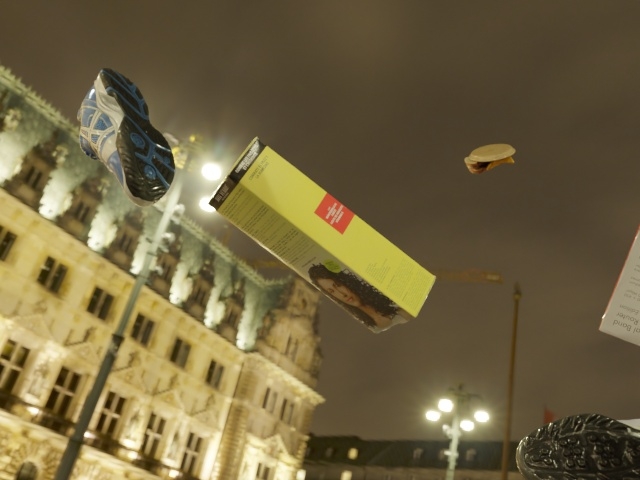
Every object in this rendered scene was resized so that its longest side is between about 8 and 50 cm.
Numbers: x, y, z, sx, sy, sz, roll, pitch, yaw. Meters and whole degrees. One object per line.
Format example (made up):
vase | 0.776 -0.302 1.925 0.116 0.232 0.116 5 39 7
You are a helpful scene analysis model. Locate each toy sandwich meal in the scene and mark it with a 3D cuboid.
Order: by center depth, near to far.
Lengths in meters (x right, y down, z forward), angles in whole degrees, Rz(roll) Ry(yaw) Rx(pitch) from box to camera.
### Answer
toy sandwich meal | 0.288 -0.138 1.154 0.085 0.085 0.029 -2 -66 26

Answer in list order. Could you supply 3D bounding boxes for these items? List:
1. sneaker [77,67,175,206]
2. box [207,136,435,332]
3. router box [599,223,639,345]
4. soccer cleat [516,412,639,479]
sneaker | -0.241 -0.115 0.834 0.081 0.211 0.080 -41 -36 20
box | 0.000 0.000 0.699 0.232 0.058 0.087 38 -30 -7
router box | 0.638 0.059 1.017 0.335 0.301 0.082 21 4 23
soccer cleat | 0.411 0.282 0.887 0.318 0.109 0.116 -10 -40 -2
